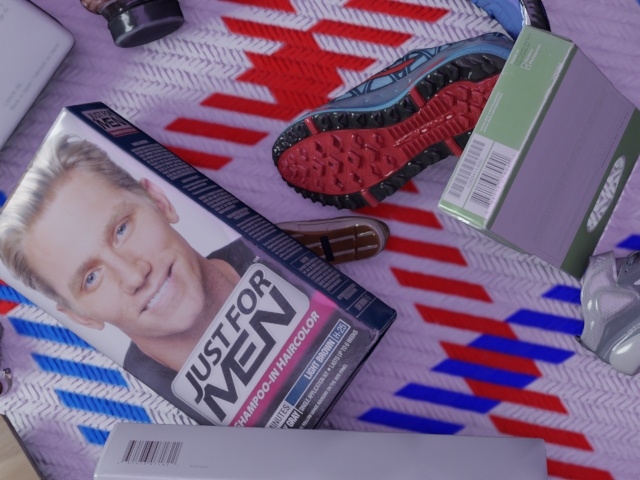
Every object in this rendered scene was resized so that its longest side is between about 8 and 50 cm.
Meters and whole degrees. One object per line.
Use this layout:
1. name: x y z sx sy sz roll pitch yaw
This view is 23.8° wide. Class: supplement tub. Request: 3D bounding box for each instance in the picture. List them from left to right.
1. supplement tub: -0.193 -0.283 1.423 0.106 0.106 0.198 -20 86 4

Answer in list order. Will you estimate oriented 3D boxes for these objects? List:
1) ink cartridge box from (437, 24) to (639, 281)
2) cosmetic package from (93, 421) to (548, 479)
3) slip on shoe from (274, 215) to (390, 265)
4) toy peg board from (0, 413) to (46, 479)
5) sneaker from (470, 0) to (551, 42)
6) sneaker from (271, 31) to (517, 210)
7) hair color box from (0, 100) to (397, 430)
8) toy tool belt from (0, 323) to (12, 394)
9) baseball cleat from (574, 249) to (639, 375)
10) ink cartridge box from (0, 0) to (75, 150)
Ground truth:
1. ink cartridge box: 0.204 -0.069 1.332 0.056 0.235 0.171 25 91 29
2. cosmetic package: 0.004 0.307 1.331 0.377 0.097 0.284 2 113 5
3. slip on shoe: 0.000 0.000 1.428 0.135 0.041 0.051 -10 104 23
4. toy peg board: -0.311 0.278 1.437 0.161 0.079 0.160 -37 69 2
5. sneaker: 0.139 -0.251 1.411 0.081 0.080 0.211 -36 75 9
6. sneaker: 0.079 -0.113 1.400 0.262 0.125 0.104 -19 111 27
7. hair color box: -0.123 0.042 1.388 0.347 0.105 0.174 35 103 6
8. toy tool belt: -0.326 0.111 1.446 0.052 0.051 0.083 -12 87 5
9. baseball cleat: 0.307 0.020 1.382 0.109 0.072 0.206 34 89 9
10. ink cartridge box: -0.464 -0.171 1.370 0.385 0.091 0.308 35 92 -22
